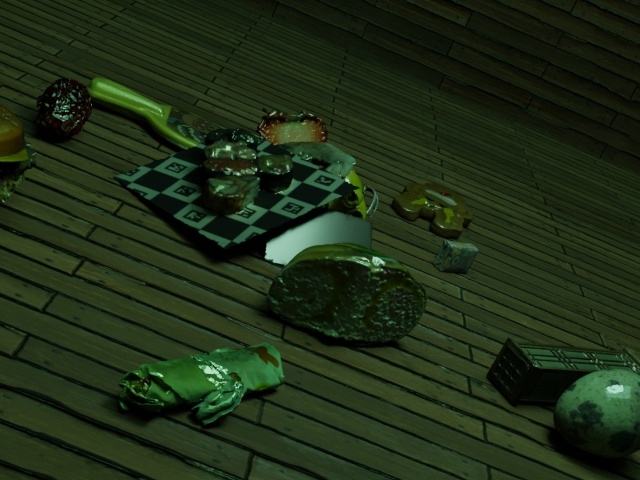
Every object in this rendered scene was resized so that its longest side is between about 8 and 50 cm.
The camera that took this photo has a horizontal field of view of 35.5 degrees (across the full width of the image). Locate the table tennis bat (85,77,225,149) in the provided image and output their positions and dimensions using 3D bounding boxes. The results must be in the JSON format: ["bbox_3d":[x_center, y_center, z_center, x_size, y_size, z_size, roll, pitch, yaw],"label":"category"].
[{"bbox_3d":[-0.325,-0.258,2.146,0.369,0.054,0.224,23,20,-13],"label":"table tennis bat"}]

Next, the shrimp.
[{"bbox_3d":[-0.059,-0.125,1.976,0.247,0.085,0.360,-3,25,14],"label":"shrimp"}]

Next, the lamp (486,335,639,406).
[{"bbox_3d":[0.446,0.237,1.757,0.325,0.090,0.089,8,28,-33],"label":"lamp"}]

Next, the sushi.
[{"bbox_3d":[-0.152,-0.136,1.834,0.320,0.068,0.339,31,40,34],"label":"sushi"}]

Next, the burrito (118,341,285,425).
[{"bbox_3d":[-0.137,0.189,1.311,0.104,0.054,0.288,41,25,31],"label":"burrito"}]

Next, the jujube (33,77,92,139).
[{"bbox_3d":[-0.484,-0.246,1.906,0.104,0.104,0.166,17,35,-18],"label":"jujube"}]

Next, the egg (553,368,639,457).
[{"bbox_3d":[0.459,0.279,1.607,0.182,0.141,0.141,-6,32,-20],"label":"egg"}]

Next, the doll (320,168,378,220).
[{"bbox_3d":[0.049,-0.094,2.057,0.135,0.142,0.221,-11,15,17],"label":"doll"}]

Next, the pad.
[{"bbox_3d":[0.000,0.000,1.840,0.211,0.003,0.142,16,61,-21],"label":"pad"}]

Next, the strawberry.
[{"bbox_3d":[-0.064,-0.205,2.284,0.167,0.087,0.208,1,51,-5],"label":"strawberry"}]

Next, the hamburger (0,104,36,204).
[{"bbox_3d":[-0.559,-0.144,1.516,0.243,0.138,0.261,17,23,-24],"label":"hamburger"}]

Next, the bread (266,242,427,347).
[{"bbox_3d":[0.037,0.068,1.634,0.261,0.158,0.156,8,23,-40],"label":"bread"}]

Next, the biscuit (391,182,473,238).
[{"bbox_3d":[0.276,-0.085,2.386,0.186,0.044,0.295,29,22,5],"label":"biscuit"}]

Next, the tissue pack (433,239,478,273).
[{"bbox_3d":[0.283,0.034,2.087,0.083,0.063,0.035,6,26,-37],"label":"tissue pack"}]
